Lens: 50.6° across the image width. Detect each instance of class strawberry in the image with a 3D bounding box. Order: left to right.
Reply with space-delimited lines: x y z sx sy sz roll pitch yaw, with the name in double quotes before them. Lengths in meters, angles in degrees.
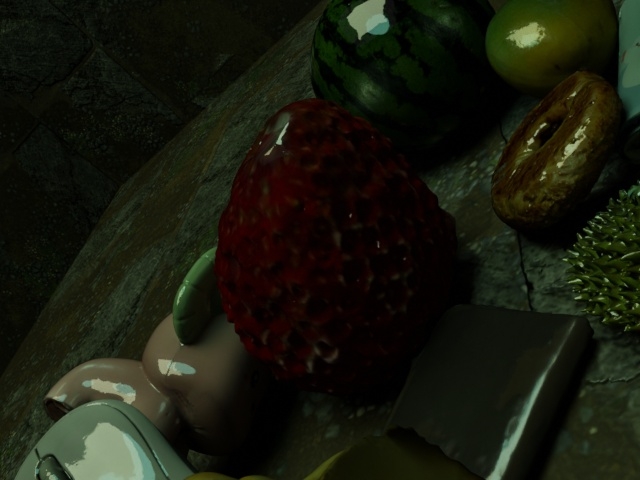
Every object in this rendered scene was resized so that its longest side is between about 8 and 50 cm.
"strawberry" -0.003 0.006 0.750 0.292 0.310 0.291 -37 30 26

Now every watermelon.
"watermelon" 0.124 -0.269 1.007 0.285 0.285 0.285 -39 24 21

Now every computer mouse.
"computer mouse" -0.173 0.283 0.633 0.184 0.297 0.121 -50 -12 -8

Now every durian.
"durian" 0.266 0.000 0.534 0.137 0.095 0.221 -37 9 -12

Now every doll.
"doll" -0.171 0.161 0.856 0.217 0.284 0.268 15 43 18

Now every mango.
"mango" 0.301 -0.269 0.871 0.157 0.114 0.251 6 37 25

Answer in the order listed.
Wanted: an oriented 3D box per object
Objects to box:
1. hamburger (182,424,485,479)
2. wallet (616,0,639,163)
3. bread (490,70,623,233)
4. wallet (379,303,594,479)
"hamburger" 0.017 0.242 0.356 0.186 0.261 0.302 -38 62 20
"wallet" 0.388 -0.205 0.690 0.176 0.075 0.250 -31 29 45
"bread" 0.248 -0.090 0.712 0.193 0.064 0.193 -60 7 12
"wallet" 0.110 0.192 0.582 0.165 0.042 0.309 -5 49 56
